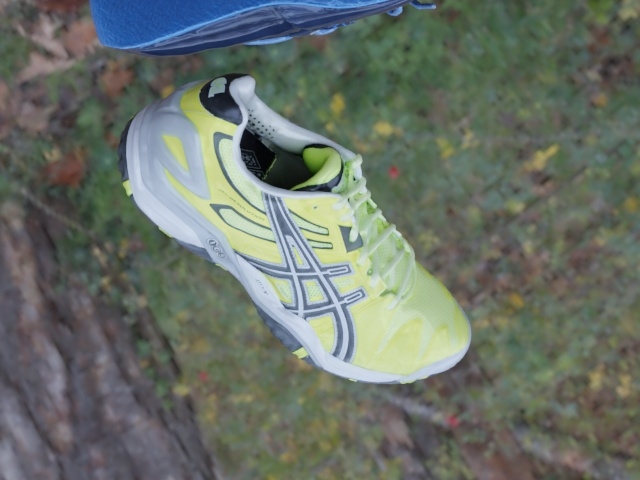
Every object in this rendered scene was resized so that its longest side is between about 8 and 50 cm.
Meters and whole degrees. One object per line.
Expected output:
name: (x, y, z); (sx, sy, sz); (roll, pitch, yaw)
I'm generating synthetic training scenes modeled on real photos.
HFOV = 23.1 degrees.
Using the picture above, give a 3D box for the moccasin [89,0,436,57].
moccasin: (-0.019, -0.228, 1.252); (0.342, 0.137, 0.117); (-7, 177, 21)

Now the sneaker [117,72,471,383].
sneaker: (0.000, 0.000, 1.403); (0.385, 0.145, 0.147); (36, 140, -23)
